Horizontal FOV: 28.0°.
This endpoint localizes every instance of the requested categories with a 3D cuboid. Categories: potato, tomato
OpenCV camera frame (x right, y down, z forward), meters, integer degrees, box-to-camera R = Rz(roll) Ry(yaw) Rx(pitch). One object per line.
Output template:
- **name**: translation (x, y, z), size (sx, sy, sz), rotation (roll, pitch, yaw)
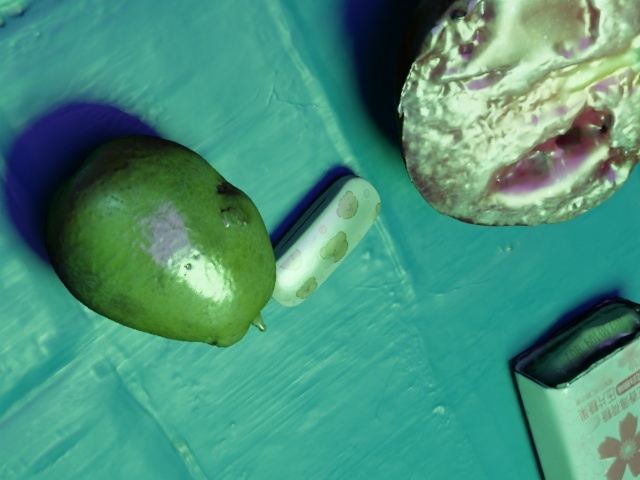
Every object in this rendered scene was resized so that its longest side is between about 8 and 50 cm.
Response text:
- **potato**: translation (-0.142, 0.011, 1.238), size (0.251, 0.159, 0.174), rotation (38, 111, -22)
- **tomato**: translation (0.198, -0.187, 1.364), size (0.289, 0.176, 0.335), rotation (-19, 127, -5)

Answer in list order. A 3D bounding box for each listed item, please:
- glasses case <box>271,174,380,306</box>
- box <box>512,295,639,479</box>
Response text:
- **glasses case**: translation (0.000, 0.000, 1.382), size (0.164, 0.041, 0.063), rotation (-48, 123, -9)
- **box**: translation (0.379, 0.270, 1.652), size (0.190, 0.112, 0.370), rotation (-31, 119, -20)
